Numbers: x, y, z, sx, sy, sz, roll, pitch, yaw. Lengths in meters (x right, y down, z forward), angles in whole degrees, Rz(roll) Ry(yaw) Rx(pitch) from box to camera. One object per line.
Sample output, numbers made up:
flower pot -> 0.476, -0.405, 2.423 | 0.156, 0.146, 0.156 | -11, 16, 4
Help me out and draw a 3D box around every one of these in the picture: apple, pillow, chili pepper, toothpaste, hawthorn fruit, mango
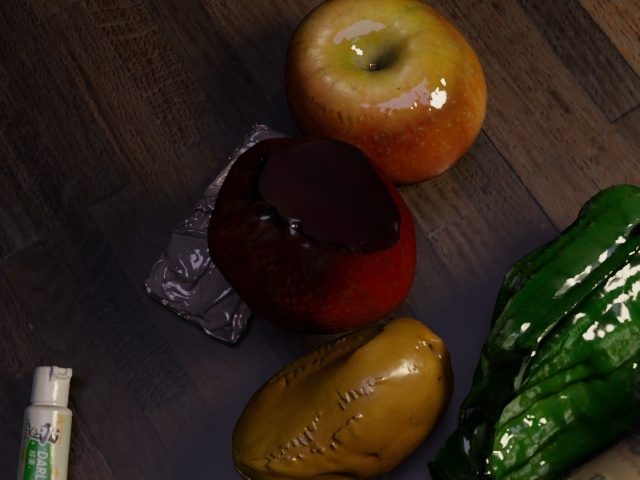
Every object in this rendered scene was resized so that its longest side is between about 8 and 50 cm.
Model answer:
apple -> 0.072, -0.165, 1.382 | 0.210, 0.173, 0.235 | -24, 63, 1
pillow -> -0.086, -0.015, 1.408 | 0.135, 0.049, 0.248 | 31, 75, 15
chili pepper -> 0.244, 0.111, 1.271 | 0.385, 0.213, 0.167 | -47, 32, -9
toothpaste -> -0.303, 0.293, 1.329 | 0.058, 0.056, 0.314 | -12, 70, 44
hawthorn fruit -> 0.000, 0.000, 1.289 | 0.215, 0.249, 0.215 | -7, 71, 20
mango -> 0.023, 0.175, 1.278 | 0.248, 0.156, 0.151 | -26, 72, 0

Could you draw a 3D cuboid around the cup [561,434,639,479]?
cup -> 0.265, 0.372, 1.156 | 0.257, 0.227, 0.301 | -30, 53, 1
